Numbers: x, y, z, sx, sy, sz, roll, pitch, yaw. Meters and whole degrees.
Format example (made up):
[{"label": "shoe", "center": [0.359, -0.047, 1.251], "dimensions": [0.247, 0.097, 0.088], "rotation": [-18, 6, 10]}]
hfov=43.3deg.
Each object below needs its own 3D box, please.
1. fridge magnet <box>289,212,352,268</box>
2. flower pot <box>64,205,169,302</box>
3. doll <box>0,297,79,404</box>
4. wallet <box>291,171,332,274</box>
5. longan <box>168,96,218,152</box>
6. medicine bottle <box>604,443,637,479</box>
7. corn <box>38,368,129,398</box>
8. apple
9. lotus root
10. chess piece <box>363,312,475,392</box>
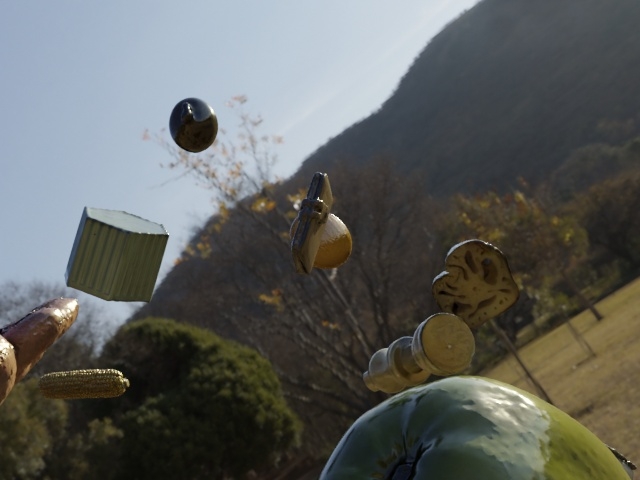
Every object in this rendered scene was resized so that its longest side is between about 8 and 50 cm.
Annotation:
[{"label": "fridge magnet", "center": [0.000, 0.000, 1.734], "dimensions": [0.143, 0.143, 0.063], "rotation": [-29, -13, -35]}, {"label": "flower pot", "center": [-0.506, 0.035, 2.006], "dimensions": [0.239, 0.209, 0.189], "rotation": [9, -78, -50]}, {"label": "doll", "center": [-0.455, 0.135, 1.099], "dimensions": [0.201, 0.156, 0.303], "rotation": [-38, 9, 21]}, {"label": "wallet", "center": [-0.012, -0.028, 1.341], "dimensions": [0.118, 0.039, 0.152], "rotation": [72, -145, -66]}, {"label": "longan", "center": [-0.249, -0.227, 1.565], "dimensions": [0.106, 0.106, 0.119], "rotation": [-33, -17, -3]}, {"label": "medicine bottle", "center": [0.467, 0.581, 1.651], "dimensions": [0.378, 0.214, 0.213], "rotation": [-60, -3, -10]}, {"label": "corn", "center": [-0.551, 0.334, 1.873], "dimensions": [0.207, 0.068, 0.068], "rotation": [0, -11, -4]}, {"label": "apple", "center": [0.198, 0.400, 1.039], "dimensions": [0.474, 0.473, 0.473], "rotation": [-33, -7, -4]}, {"label": "lotus root", "center": [0.352, 0.091, 1.921], "dimensions": [0.188, 0.199, 0.180], "rotation": [-25, 9, 4]}, {"label": "chess piece", "center": [0.182, 0.253, 1.691], "dimensions": [0.117, 0.117, 0.397], "rotation": [-31, -7, -25]}]
